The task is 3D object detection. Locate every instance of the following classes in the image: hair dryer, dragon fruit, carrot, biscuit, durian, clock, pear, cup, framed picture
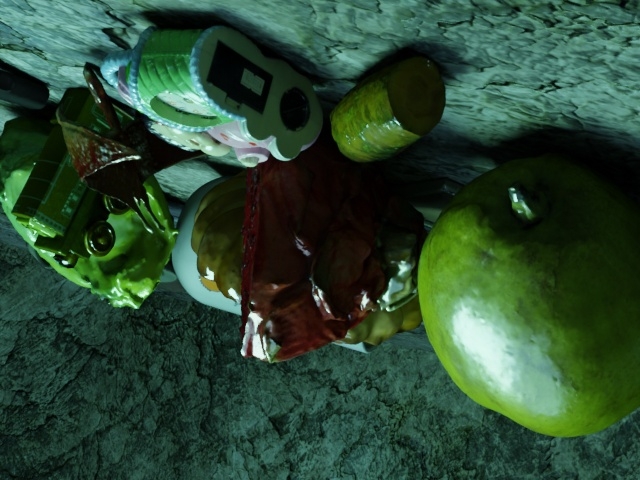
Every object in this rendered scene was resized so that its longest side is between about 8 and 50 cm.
[{"bbox_3d":[-0.442,-0.213,1.450,0.197,0.089,0.251,6,176,36],"label":"hair dryer"},{"bbox_3d":[0.021,-0.032,1.277,0.205,0.317,0.152,4,146,-9],"label":"dragon fruit"},{"bbox_3d":[0.064,-0.121,1.102,0.082,0.082,0.173,19,170,-17],"label":"carrot"},{"bbox_3d":[0.000,0.000,1.448,0.326,0.107,0.326,12,-148,-8],"label":"biscuit"},{"bbox_3d":[-0.359,-0.066,1.710,0.256,0.204,0.340,42,-179,-34],"label":"durian"},{"bbox_3d":[-0.123,-0.150,1.193,0.195,0.100,0.194,2,160,46],"label":"clock"},{"bbox_3d":[0.241,0.045,1.234,0.287,0.287,0.375,11,152,27],"label":"pear"},{"bbox_3d":[-0.048,0.027,1.726,0.317,0.212,0.212,14,170,18],"label":"cup"},{"bbox_3d":[0.230,-0.020,1.580,0.289,0.020,0.211,21,170,-23],"label":"framed picture"}]

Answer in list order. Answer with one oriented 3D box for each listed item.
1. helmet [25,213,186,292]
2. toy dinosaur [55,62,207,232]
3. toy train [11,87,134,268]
[{"bbox_3d":[-0.372,-0.018,2.104,0.305,0.177,0.225,14,164,-24],"label":"helmet"},{"bbox_3d":[-0.208,-0.112,1.417,0.113,0.206,0.327,-19,156,14],"label":"toy dinosaur"},{"bbox_3d":[-0.317,-0.080,1.531,0.090,0.225,0.137,9,161,44],"label":"toy train"}]
